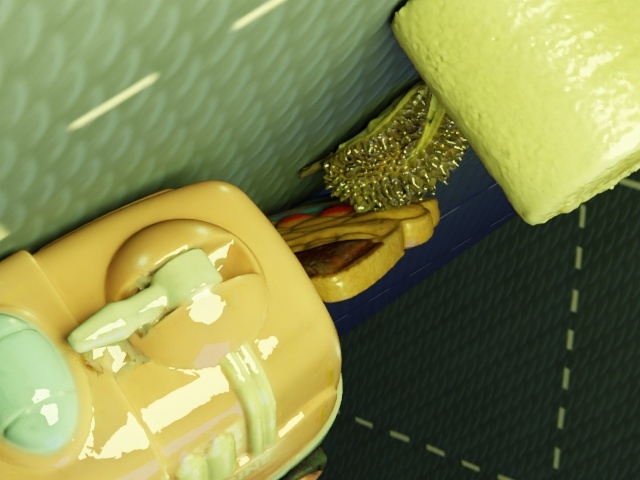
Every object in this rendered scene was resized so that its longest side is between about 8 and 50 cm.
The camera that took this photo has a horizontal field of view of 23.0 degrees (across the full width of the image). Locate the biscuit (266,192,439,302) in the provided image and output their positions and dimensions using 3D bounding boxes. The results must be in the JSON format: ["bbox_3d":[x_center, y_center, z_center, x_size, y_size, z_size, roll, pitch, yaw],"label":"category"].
[{"bbox_3d":[0.000,0.000,1.157,0.183,0.043,0.280,-16,-171,2],"label":"biscuit"}]

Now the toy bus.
[{"bbox_3d":[-0.118,0.087,0.896,0.288,0.194,0.232,-29,165,-19],"label":"toy bus"}]

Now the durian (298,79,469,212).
[{"bbox_3d":[0.052,-0.057,1.109,0.140,0.071,0.110,-29,175,21],"label":"durian"}]

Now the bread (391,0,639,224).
[{"bbox_3d":[0.134,-0.099,0.856,0.134,0.141,0.148,-40,172,30],"label":"bread"}]
